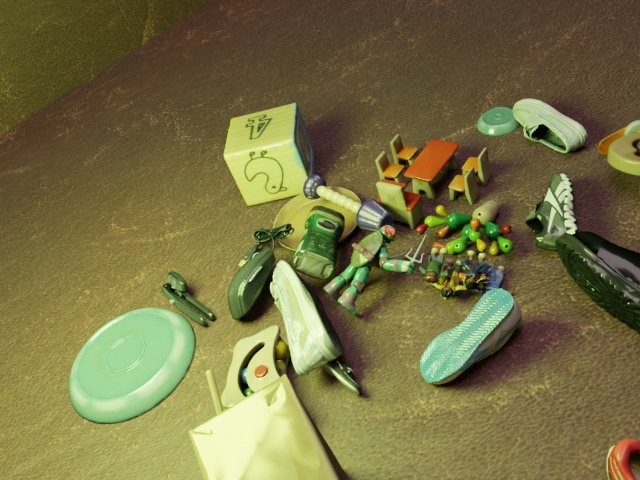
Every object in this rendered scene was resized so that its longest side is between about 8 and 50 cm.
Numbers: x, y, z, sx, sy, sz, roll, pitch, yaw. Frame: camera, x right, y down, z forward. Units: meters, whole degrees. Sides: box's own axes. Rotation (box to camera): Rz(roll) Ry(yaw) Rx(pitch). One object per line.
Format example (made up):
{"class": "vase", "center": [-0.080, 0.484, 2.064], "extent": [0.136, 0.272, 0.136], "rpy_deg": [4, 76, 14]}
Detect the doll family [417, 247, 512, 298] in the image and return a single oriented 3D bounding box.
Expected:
{"class": "doll family", "center": [0.303, 0.083, 1.347], "extent": [0.193, 0.076, 0.111], "rpy_deg": [3, 42, 22]}

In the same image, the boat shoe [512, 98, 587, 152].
{"class": "boat shoe", "center": [0.559, -0.289, 1.624], "extent": [0.081, 0.079, 0.227], "rpy_deg": [-31, 45, -16]}

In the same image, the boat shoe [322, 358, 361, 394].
{"class": "boat shoe", "center": [0.045, 0.264, 1.288], "extent": [0.038, 0.046, 0.125], "rpy_deg": [-42, 37, -14]}

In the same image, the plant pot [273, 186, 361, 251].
{"class": "plant pot", "center": [-0.004, -0.049, 1.648], "extent": [0.236, 0.032, 0.236], "rpy_deg": [-13, 42, 12]}

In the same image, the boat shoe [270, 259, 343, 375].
{"class": "boat shoe", "center": [-0.051, 0.155, 1.380], "extent": [0.103, 0.118, 0.320], "rpy_deg": [-36, 39, 3]}

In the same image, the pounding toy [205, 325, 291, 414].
{"class": "pounding toy", "center": [-0.120, 0.277, 1.258], "extent": [0.154, 0.155, 0.269], "rpy_deg": [-11, 42, 19]}

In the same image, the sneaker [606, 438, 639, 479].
{"class": "sneaker", "center": [0.523, 0.387, 0.895], "extent": [0.107, 0.118, 0.279], "rpy_deg": [-39, 44, -17]}

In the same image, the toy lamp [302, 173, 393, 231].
{"class": "toy lamp", "center": [0.068, -0.089, 1.580], "extent": [0.080, 0.080, 0.275], "rpy_deg": [-39, 42, -19]}

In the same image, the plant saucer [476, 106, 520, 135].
{"class": "plant saucer", "center": [0.483, -0.329, 1.743], "extent": [0.119, 0.021, 0.119], "rpy_deg": [-12, 42, 11]}

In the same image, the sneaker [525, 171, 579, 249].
{"class": "sneaker", "center": [0.504, -0.066, 1.413], "extent": [0.106, 0.078, 0.234], "rpy_deg": [-3, 47, 17]}

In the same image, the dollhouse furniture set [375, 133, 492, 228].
{"class": "dollhouse furniture set", "center": [0.248, -0.164, 1.582], "extent": [0.262, 0.135, 0.259], "rpy_deg": [17, 54, 35]}

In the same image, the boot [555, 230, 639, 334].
{"class": "boot", "center": [0.646, 0.044, 1.191], "extent": [0.260, 0.131, 0.348], "rpy_deg": [-38, 54, -8]}

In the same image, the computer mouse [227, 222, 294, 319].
{"class": "computer mouse", "center": [-0.175, 0.064, 1.545], "extent": [0.184, 0.060, 0.262], "rpy_deg": [-7, 51, 59]}

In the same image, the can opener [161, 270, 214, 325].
{"class": "can opener", "center": [-0.326, 0.149, 1.557], "extent": [0.059, 0.073, 0.186], "rpy_deg": [-32, 51, -23]}

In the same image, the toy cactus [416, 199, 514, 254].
{"class": "toy cactus", "center": [0.343, -0.039, 1.450], "extent": [0.219, 0.112, 0.180], "rpy_deg": [10, 40, 42]}

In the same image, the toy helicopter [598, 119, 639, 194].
{"class": "toy helicopter", "center": [0.804, -0.227, 1.449], "extent": [0.355, 0.140, 0.235], "rpy_deg": [-20, 31, -14]}

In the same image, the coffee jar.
{"class": "coffee jar", "center": [0.000, 0.000, 1.490], "extent": [0.096, 0.079, 0.184], "rpy_deg": [21, 42, -4]}

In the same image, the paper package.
{"class": "paper package", "center": [-0.022, 0.416, 0.944], "extent": [0.168, 0.324, 0.309], "rpy_deg": [-29, 43, -7]}

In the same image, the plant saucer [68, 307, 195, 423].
{"class": "plant saucer", "center": [-0.445, 0.271, 1.489], "extent": [0.318, 0.043, 0.317], "rpy_deg": [-12, 42, 11]}

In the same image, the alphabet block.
{"class": "alphabet block", "center": [-0.135, -0.239, 1.786], "extent": [0.197, 0.192, 0.193], "rpy_deg": [-12, 40, 12]}

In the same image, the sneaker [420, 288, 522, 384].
{"class": "sneaker", "center": [0.291, 0.198, 1.225], "extent": [0.229, 0.092, 0.087], "rpy_deg": [-42, 44, 6]}

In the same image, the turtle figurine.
{"class": "turtle figurine", "center": [0.115, 0.048, 1.413], "extent": [0.234, 0.118, 0.175], "rpy_deg": [-47, 13, -4]}
